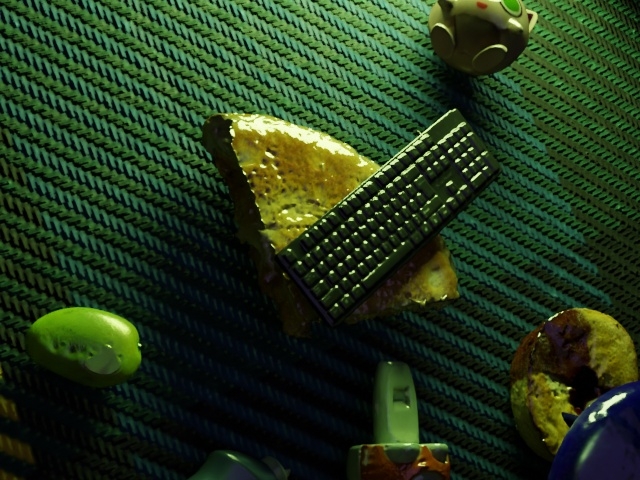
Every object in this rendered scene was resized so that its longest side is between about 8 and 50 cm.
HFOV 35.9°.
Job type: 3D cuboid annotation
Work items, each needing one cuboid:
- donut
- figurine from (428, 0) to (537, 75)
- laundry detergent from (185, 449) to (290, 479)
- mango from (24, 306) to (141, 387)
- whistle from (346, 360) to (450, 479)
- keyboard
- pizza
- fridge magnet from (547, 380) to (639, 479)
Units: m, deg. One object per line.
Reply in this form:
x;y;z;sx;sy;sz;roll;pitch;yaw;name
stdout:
0.290;0.173;1.140;0.166;0.073;0.184;3;75;-26;donut
0.193;-0.262;1.190;0.125;0.125;0.138;41;49;-10;figurine
-0.112;0.263;0.922;0.206;0.061;0.097;-30;88;-30;laundry detergent
-0.220;0.099;0.919;0.108;0.056;0.073;10;66;-21;mango
0.081;0.249;1.003;0.101;0.105;0.253;32;54;-62;whistle
0.079;-0.034;1.033;0.309;0.018;0.101;-39;92;-34;keyboard
0.000;0.000;1.037;0.335;0.086;0.226;34;60;-14;pizza
0.341;0.280;1.045;0.265;0.112;0.265;0;90;-23;fridge magnet
